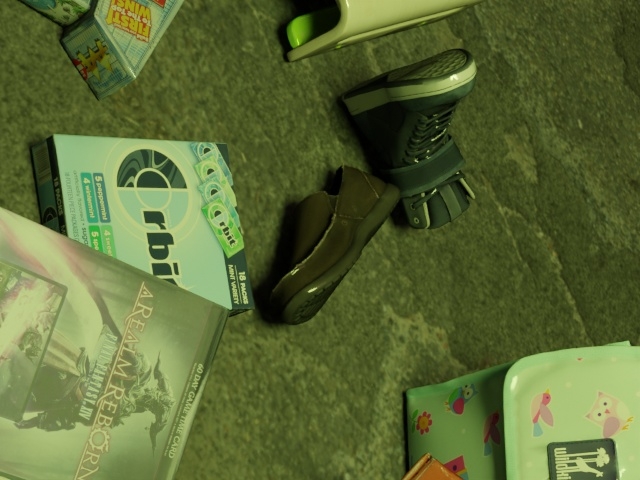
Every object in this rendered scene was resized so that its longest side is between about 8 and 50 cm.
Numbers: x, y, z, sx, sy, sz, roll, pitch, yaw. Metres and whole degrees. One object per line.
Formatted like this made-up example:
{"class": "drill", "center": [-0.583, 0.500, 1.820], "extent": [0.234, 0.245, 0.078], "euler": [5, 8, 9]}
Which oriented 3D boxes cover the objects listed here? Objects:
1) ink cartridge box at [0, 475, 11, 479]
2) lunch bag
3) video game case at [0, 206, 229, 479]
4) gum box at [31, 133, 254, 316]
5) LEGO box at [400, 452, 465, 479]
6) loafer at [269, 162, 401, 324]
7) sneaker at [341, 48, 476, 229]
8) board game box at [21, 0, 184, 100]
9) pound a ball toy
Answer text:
{"class": "ink cartridge box", "center": [-0.200, 0.301, 0.836], "extent": [0.091, 0.385, 0.308], "euler": [77, 28, -49]}
{"class": "lunch bag", "center": [0.212, 0.225, 1.299], "extent": [0.160, 0.262, 0.223], "euler": [16, 65, -38]}
{"class": "video game case", "center": [-0.212, 0.097, 1.092], "extent": [0.274, 0.026, 0.196], "euler": [26, 74, -32]}
{"class": "gum box", "center": [-0.151, -0.009, 1.212], "extent": [0.184, 0.041, 0.156], "euler": [-1, 76, -42]}
{"class": "LEGO box", "center": [0.080, 0.451, 1.021], "extent": [0.372, 0.193, 0.500], "euler": [33, 44, 17]}
{"class": "loafer", "center": [0.000, 0.000, 1.334], "extent": [0.078, 0.080, 0.220], "euler": [37, 39, 1]}
{"class": "sneaker", "center": [0.115, -0.095, 1.372], "extent": [0.086, 0.226, 0.163], "euler": [-28, 98, -18]}
{"class": "board game box", "center": [-0.199, -0.235, 1.244], "extent": [0.194, 0.060, 0.194], "euler": [30, 55, -31]}
{"class": "pound a ball toy", "center": [0.040, -0.317, 1.439], "extent": [0.319, 0.136, 0.208], "euler": [-22, 90, -45]}
